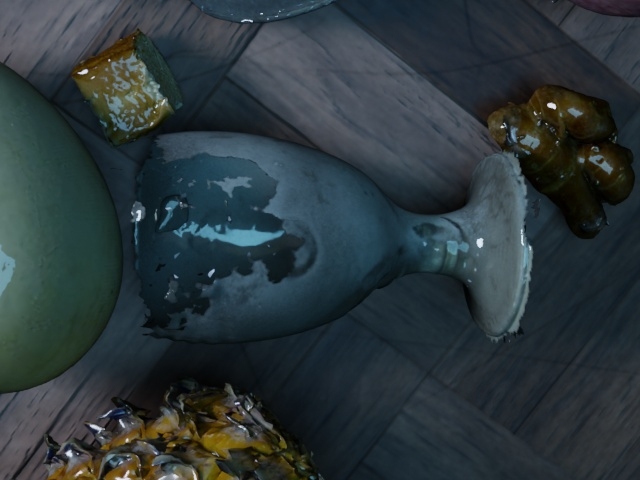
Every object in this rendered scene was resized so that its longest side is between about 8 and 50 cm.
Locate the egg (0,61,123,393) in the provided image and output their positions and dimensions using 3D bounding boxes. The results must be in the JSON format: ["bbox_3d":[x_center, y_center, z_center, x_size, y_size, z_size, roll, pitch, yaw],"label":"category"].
[{"bbox_3d":[-0.282,-0.019,1.216,0.218,0.218,0.295,-20,93,-5],"label":"egg"}]

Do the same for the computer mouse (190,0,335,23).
[{"bbox_3d":[0.018,-0.330,1.246,0.374,0.114,0.203,-37,107,1],"label":"computer mouse"}]

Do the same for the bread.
[{"bbox_3d":[-0.167,-0.131,1.284,0.070,0.076,0.083,-25,107,9],"label":"bread"}]

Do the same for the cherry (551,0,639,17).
[{"bbox_3d":[0.263,-0.298,1.235,0.213,0.236,0.285,36,69,-16],"label":"cherry"}]

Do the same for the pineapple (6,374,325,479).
[{"bbox_3d":[-0.116,0.286,1.263,0.300,0.352,0.352,-38,107,-6],"label":"pineapple"}]

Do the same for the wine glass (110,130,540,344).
[{"bbox_3d":[0.001,0.001,1.289,0.357,0.190,0.190,2,103,-15],"label":"wine glass"}]

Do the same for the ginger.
[{"bbox_3d":[0.235,-0.083,1.368,0.103,0.073,0.162,-36,113,14],"label":"ginger"}]
